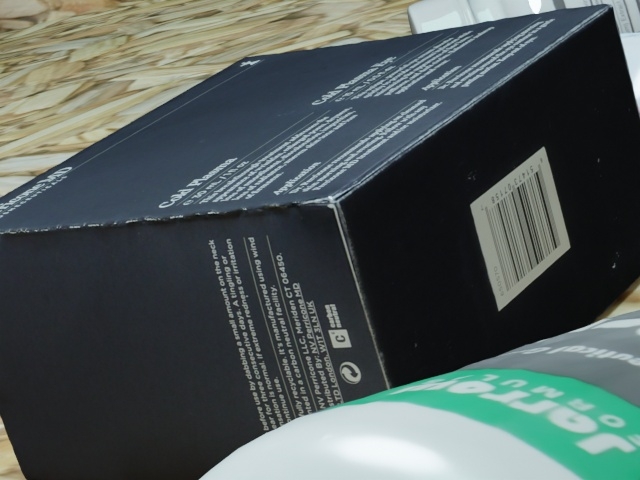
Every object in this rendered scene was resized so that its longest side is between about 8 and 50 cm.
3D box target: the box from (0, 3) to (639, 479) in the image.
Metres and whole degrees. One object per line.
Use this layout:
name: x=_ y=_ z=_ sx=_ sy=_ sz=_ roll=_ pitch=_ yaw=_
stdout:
box: x=0.000 y=0.000 z=1.206 sx=0.313 sy=0.179 sz=0.343 roll=-3 pitch=22 yaw=38

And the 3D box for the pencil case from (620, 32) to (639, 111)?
pencil case: x=0.304 y=-0.101 z=1.323 sx=0.273 sy=0.124 sz=0.113 roll=-9 pitch=19 yaw=30

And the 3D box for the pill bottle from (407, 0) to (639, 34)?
pill bottle: x=0.239 y=-0.175 z=1.532 sx=0.319 sy=0.176 sz=0.176 roll=-17 pitch=16 yaw=2

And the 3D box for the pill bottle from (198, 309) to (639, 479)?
pill bottle: x=0.073 y=0.131 z=0.525 sx=0.204 sy=0.204 sz=0.361 roll=-3 pitch=7 yaw=41
